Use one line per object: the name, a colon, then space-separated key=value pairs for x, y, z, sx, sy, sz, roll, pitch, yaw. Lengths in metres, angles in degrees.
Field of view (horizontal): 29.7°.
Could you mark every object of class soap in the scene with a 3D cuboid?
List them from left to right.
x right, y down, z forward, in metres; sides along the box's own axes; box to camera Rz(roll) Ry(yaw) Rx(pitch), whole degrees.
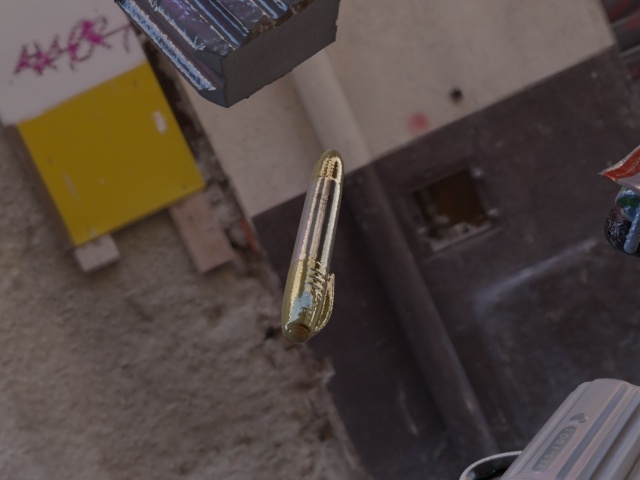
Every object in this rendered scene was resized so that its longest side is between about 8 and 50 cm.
soap: x=-0.144 y=-0.378 z=1.866 sx=0.258 sy=0.302 sz=0.159 roll=-35 pitch=-26 yaw=-15

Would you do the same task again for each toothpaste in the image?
toothpaste: x=0.458 y=-0.086 z=1.602 sx=0.075 sy=0.048 sz=0.301 roll=-59 pitch=14 yaw=4

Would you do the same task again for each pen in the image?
pen: x=0.000 y=0.000 z=0.965 sx=0.032 sy=0.040 sz=0.233 roll=-39 pitch=23 yaw=33

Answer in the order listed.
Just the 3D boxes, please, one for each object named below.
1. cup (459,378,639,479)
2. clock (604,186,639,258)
cup: x=0.264 y=0.250 z=1.282 sx=0.221 sy=0.167 sz=0.202 roll=26 pitch=47 yaw=24
clock: x=0.502 y=-0.064 z=1.838 sx=0.100 sy=0.195 sz=0.194 roll=23 pitch=14 yaw=16
